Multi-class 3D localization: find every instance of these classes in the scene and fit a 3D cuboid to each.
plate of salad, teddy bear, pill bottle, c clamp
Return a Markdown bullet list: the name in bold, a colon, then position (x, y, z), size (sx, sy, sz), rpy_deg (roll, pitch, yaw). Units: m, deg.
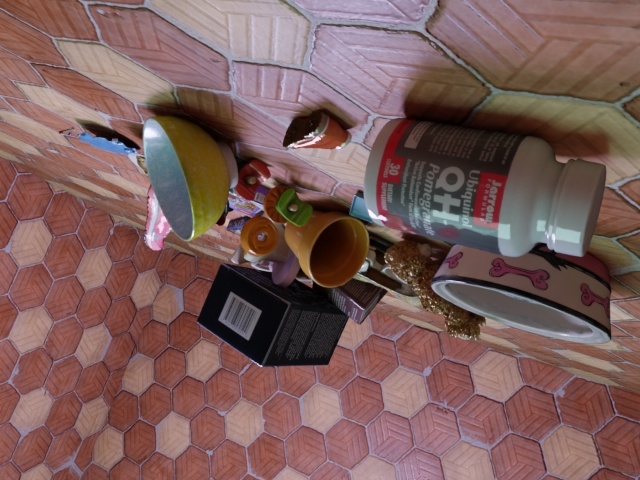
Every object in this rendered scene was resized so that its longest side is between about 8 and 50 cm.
- **plate of salad**: position (-0.436, -0.180, 1.732), size (0.199, 0.048, 0.200), rpy_deg (21, 167, 5)
- **teddy bear**: position (0.325, 0.122, 1.711), size (0.245, 0.113, 0.338), rpy_deg (-13, -116, -49)
- **pill bottle**: position (0.239, -0.075, 0.940), size (0.318, 0.177, 0.176), rpy_deg (14, 168, 29)
- **c clamp**: position (0.168, -0.001, 1.878), size (0.160, 0.022, 0.137), rpy_deg (22, 175, -16)

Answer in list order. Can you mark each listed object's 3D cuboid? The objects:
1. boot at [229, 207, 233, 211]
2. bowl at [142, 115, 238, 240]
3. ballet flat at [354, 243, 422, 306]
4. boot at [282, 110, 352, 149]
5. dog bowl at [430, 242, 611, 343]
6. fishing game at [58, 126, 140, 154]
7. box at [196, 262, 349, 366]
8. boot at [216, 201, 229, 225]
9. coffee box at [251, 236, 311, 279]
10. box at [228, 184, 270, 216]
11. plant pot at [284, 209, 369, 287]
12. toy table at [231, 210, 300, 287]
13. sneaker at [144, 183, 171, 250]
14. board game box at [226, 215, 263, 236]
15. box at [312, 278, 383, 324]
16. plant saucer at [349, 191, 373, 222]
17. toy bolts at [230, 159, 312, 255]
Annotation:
- **boot**: position (-0.421, -0.140, 2.042), size (0.262, 0.091, 0.228), rpy_deg (27, 163, -39)
- **bowl**: position (-0.284, -0.158, 1.470), size (0.155, 0.290, 0.289), rpy_deg (-20, -171, -26)
- **ballet flat**: position (0.175, 0.078, 1.850), size (0.348, 0.123, 0.123), rpy_deg (28, 171, 12)
- **boot**: position (-0.010, -0.189, 1.172), size (0.084, 0.059, 0.157), rpy_deg (21, 169, -31)
- **dog bowl**: position (0.467, 0.099, 1.455), size (0.407, 0.151, 0.408), rpy_deg (19, 169, 4)
- **fishing game**: position (-0.620, -0.289, 1.867), size (0.264, 0.041, 0.189), rpy_deg (18, 173, -35)
- **box**: position (-0.138, 0.245, 2.041), size (0.293, 0.212, 0.395), rpy_deg (27, -175, 31)
- **boot**: position (-0.305, -0.083, 1.669), size (0.088, 0.176, 0.244), rpy_deg (-10, 153, -27)
- **coffee box**: position (-0.073, 0.069, 2.270), size (0.296, 0.119, 0.168), rpy_deg (1, 160, 31)
- **box**: position (-0.301, -0.163, 1.833), size (0.293, 0.057, 0.201), rpy_deg (23, 167, -15)
- **plant pot**: position (0.000, 0.000, 1.770), size (0.205, 0.205, 0.188), rpy_deg (30, -179, -42)
- **toy table**: position (-0.150, 0.008, 1.975), size (0.160, 0.252, 0.274), rpy_deg (28, -161, -18)
- **sneaker**: position (-0.537, -0.079, 2.222), size (0.136, 0.116, 0.314), rpy_deg (11, 129, -6)
- **board game box**: position (-0.251, -0.034, 2.425), size (0.165, 0.042, 0.243), rpy_deg (25, 169, -20)
- **box**: position (0.102, 0.123, 1.992), size (0.203, 0.167, 0.168), rpy_deg (38, 160, 13)
- **plant saucer**: position (0.110, -0.082, 1.578), size (0.067, 0.018, 0.192), rpy_deg (20, 169, 3)
- **toy bolts**: position (-0.175, -0.092, 1.636), size (0.228, 0.218, 0.158), rpy_deg (47, 164, -27)
